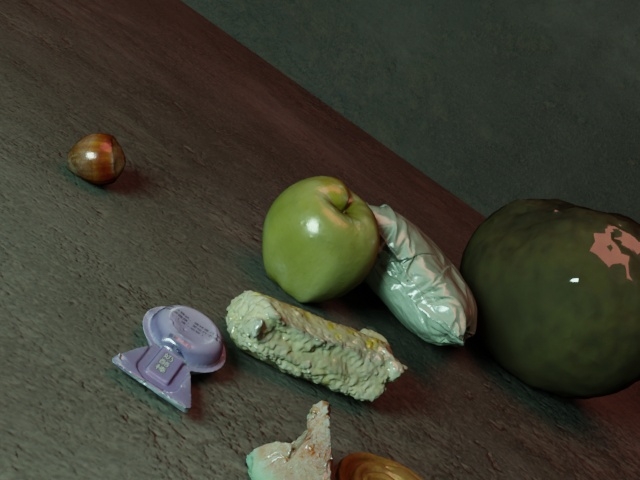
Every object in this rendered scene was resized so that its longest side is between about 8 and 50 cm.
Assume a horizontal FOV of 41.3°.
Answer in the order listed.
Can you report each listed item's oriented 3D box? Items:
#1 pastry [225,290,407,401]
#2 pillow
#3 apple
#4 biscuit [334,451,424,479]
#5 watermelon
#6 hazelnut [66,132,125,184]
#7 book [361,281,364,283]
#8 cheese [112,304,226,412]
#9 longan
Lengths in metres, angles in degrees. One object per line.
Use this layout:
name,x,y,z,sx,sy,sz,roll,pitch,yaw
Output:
pastry,-0.005,0.137,1.106,0.258,0.089,0.121,27,15,-32
pillow,0.158,0.061,1.482,0.310,0.138,0.283,50,4,9
apple,0.000,0.000,1.314,0.200,0.200,0.200,32,17,-11
biscuit,0.082,0.313,0.882,0.202,0.044,0.288,40,15,12
watermelon,-0.019,0.227,0.845,0.101,0.080,0.155,-1,34,-13
hazelnut,-0.320,-0.115,1.211,0.086,0.086,0.086,32,17,-11
book,0.024,0.016,1.628,0.192,0.013,0.168,40,17,16
cheese,-0.158,0.118,0.935,0.105,0.042,0.191,34,17,-1
longan,0.492,0.118,1.685,0.404,0.404,0.436,25,-7,-32
